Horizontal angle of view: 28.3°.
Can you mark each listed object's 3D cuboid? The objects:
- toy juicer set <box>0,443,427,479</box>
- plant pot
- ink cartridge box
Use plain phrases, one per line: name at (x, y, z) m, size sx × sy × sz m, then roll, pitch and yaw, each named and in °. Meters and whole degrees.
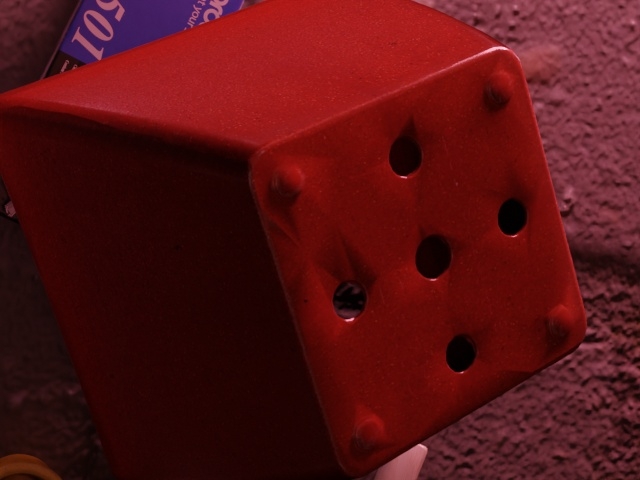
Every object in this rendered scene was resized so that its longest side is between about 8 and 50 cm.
toy juicer set at (-0.076, 0.249, 0.872) m, size 0.328 × 0.089 × 0.209 m, roll 2°, pitch 94°, yaw -16°
plant pot at (0.000, 0.000, 0.753) m, size 0.267 × 0.235 × 0.267 m, roll -26°, pitch 108°, yaw -28°
ink cartridge box at (-0.139, -0.096, 0.848) m, size 0.097 × 0.046 × 0.207 m, roll 26°, pitch 87°, yaw -17°
